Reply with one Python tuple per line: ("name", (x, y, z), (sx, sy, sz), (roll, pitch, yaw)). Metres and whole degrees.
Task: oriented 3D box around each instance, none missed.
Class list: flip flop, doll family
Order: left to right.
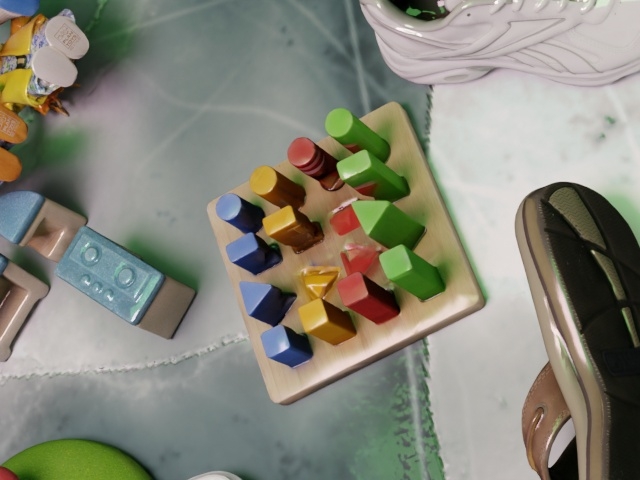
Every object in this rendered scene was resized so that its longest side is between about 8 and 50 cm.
("doll family", (-0.249, -0.086, 1.101), (0.163, 0.118, 0.263), (-6, 58, 61))
("flip flop", (0.159, 0.100, 0.878), (0.080, 0.112, 0.277), (-31, 64, 43))

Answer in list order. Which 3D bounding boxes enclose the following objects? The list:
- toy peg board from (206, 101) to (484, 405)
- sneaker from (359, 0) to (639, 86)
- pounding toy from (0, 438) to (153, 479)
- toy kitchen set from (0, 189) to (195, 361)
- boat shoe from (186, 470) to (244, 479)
("toy peg board", (0.000, 0.000, 0.989), (0.160, 0.079, 0.161), (-28, 65, 15))
("sneaker", (0.129, -0.154, 0.952), (0.232, 0.115, 0.090), (-6, 72, 24))
("pounding toy", (-0.218, 0.238, 1.003), (0.237, 0.110, 0.183), (-48, 61, 5))
("toy kitchen set", (-0.220, 0.076, 1.045), (0.166, 0.122, 0.207), (30, 89, 29))
("boat shoe", (-0.121, 0.209, 0.920), (0.083, 0.076, 0.226), (24, 48, 30))
